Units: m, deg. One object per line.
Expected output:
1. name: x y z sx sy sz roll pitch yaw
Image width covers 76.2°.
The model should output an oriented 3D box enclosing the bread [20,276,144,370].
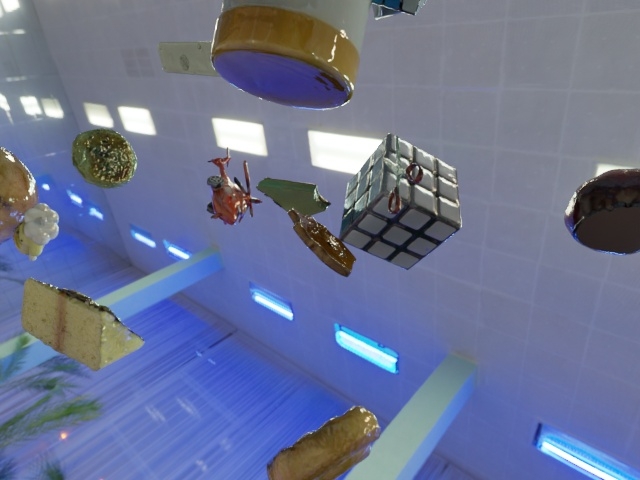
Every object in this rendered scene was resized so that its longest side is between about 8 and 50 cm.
1. bread: -0.545 0.188 0.920 0.266 0.141 0.178 19 -16 24

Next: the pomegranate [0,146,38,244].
1. pomegranate: -0.884 -0.105 1.001 0.322 0.322 0.321 25 -51 35

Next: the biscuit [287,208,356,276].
1. biscuit: -0.002 0.002 1.023 0.215 0.182 0.034 43 -74 0

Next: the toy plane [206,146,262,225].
1. toy plane: -0.161 -0.101 0.701 0.126 0.077 0.194 122 -42 -56

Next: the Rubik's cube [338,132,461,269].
1. Rubik's cube: 0.274 -0.129 1.429 0.304 0.304 0.301 22 -40 -15

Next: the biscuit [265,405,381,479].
1. biscuit: 0.002 0.429 0.802 0.091 0.214 0.274 59 -23 28

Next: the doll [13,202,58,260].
1. doll: -0.605 -0.019 0.864 0.163 0.062 0.105 -22 -105 39

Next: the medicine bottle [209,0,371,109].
1. medicine bottle: -0.040 -0.367 0.671 0.238 0.238 0.231 12 -91 42

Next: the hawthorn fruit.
1. hawthorn fruit: 0.688 -0.063 0.942 0.216 0.250 0.214 -1 -92 27

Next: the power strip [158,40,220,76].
1. power strip: -0.353 -0.535 1.193 0.386 0.062 0.090 20 -52 35

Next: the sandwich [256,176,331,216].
1. sandwich: -0.099 -0.190 1.637 0.212 0.063 0.245 -16 -42 44

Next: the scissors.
1. scissors: 0.204 -0.187 1.081 0.017 0.247 0.144 18 -52 -18

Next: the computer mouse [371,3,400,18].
1. computer mouse: 0.187 -0.679 1.124 0.229 0.069 0.112 -142 -131 -57

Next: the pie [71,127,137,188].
1. pie: -0.642 -0.245 1.221 0.041 0.187 0.186 -3 -69 46

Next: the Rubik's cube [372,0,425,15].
1. Rubik's cube: 0.166 -0.583 0.847 0.151 0.155 0.154 22 -45 6
